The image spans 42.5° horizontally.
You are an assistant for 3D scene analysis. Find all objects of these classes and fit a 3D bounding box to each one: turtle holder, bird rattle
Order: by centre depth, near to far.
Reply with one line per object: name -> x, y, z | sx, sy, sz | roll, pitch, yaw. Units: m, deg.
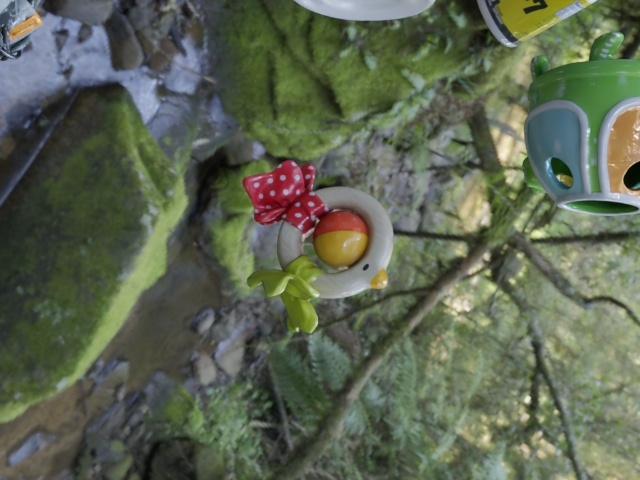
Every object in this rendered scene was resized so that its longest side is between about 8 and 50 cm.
bird rattle -> 0.000, 0.000, 1.155 | 0.143, 0.206, 0.254 | 70, 19, -55
turtle holder -> 0.409, -0.160, 1.263 | 0.243, 0.320, 0.228 | 12, 82, -43

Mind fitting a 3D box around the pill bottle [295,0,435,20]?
pill bottle -> 0.070, -0.535, 1.166 | 0.224, 0.223, 0.393 | 14, 80, -68

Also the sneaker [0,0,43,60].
sneaker -> -0.313, -0.178, 0.705 | 0.272, 0.108, 0.100 | -61, -179, -14

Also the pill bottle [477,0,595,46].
pill bottle -> 0.359, -0.401, 1.280 | 0.208, 0.119, 0.119 | -26, 180, 35
